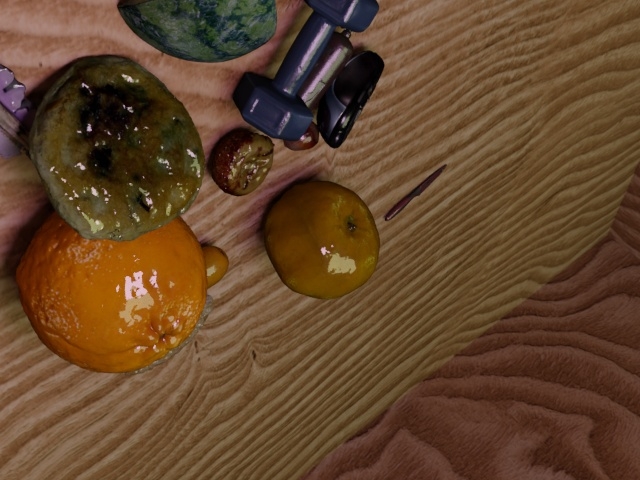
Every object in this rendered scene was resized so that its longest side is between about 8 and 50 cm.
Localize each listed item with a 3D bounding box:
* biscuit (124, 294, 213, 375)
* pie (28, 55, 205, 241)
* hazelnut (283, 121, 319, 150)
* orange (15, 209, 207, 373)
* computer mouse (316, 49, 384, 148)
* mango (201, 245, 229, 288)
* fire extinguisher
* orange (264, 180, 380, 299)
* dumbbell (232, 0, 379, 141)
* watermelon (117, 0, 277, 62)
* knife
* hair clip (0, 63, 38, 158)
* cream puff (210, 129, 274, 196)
[{"bbox_3d":[-0.353,0.211,2.122,0.265,0.040,0.188,-38,151,-20],"label":"biscuit"},{"bbox_3d":[-0.322,-0.149,1.496,0.323,0.070,0.324,5,83,-45],"label":"pie"},{"bbox_3d":[-0.044,-0.225,1.963,0.086,0.086,0.086,-35,150,-24],"label":"hazelnut"},{"bbox_3d":[-0.362,0.079,1.662,0.340,0.293,0.341,-36,151,-24],"label":"orange"},{"bbox_3d":[0.052,-0.304,1.951,0.233,0.096,0.137,-62,-177,-30],"label":"computer mouse"},{"bbox_3d":[-0.283,0.078,2.007,0.184,0.085,0.102,-34,155,-5],"label":"mango"},{"bbox_3d":[-0.003,-0.339,1.861,0.268,0.072,0.089,-53,-177,9],"label":"fire extinguisher"},{"bbox_3d":[0.000,0.000,2.114,0.279,0.279,0.235,-14,169,-47],"label":"orange"},{"bbox_3d":[-0.030,-0.351,1.741,0.144,0.160,0.325,23,110,-31],"label":"dumbbell"},{"bbox_3d":[-0.182,-0.371,1.502,0.260,0.255,0.176,73,18,-50],"label":"watermelon"},{"bbox_3d":[0.269,-0.132,2.588,0.247,0.018,0.035,-40,149,-16],"label":"knife"},{"bbox_3d":[-0.478,-0.192,1.389,0.106,0.084,0.292,-48,158,-9],"label":"hair clip"},{"bbox_3d":[-0.161,-0.161,1.866,0.149,0.084,0.149,-38,151,-26],"label":"cream puff"}]
